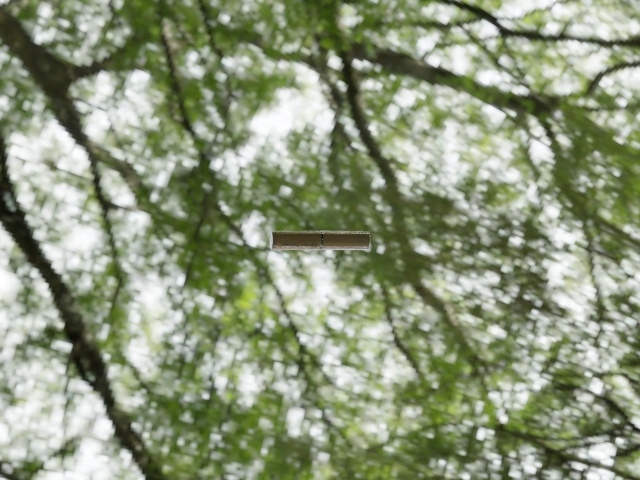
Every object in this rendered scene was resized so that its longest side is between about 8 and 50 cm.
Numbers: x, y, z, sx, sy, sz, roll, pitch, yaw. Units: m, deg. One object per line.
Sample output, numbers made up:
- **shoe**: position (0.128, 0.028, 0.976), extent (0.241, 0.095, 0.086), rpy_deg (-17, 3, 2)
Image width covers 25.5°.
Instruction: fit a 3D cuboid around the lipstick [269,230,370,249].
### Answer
- **lipstick**: position (0.000, 0.000, 1.321), extent (0.019, 0.094, 0.019), rpy_deg (180, -90, -79)
